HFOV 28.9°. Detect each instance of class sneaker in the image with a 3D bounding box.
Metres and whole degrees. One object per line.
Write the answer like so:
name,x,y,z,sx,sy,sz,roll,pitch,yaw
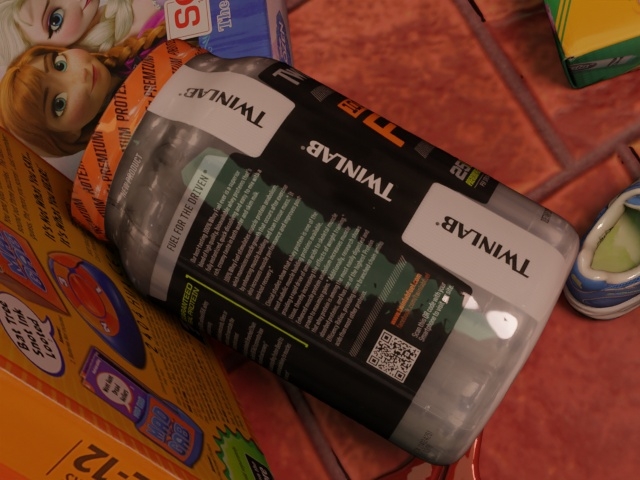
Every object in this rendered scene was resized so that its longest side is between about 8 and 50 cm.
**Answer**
sneaker,0.263,-0.021,0.888,0.211,0.081,0.080,-43,70,3

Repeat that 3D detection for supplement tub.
supplement tub,0.000,0.000,0.860,0.316,0.193,0.194,30,90,6

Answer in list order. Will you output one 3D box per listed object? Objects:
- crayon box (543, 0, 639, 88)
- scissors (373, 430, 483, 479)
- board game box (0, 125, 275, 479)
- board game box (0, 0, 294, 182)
crayon box,0.294,-0.238,0.915,0.278,0.081,0.165,-17,76,14
scissors,0.119,0.133,0.942,0.109,0.021,0.297,28,88,20
board game box,-0.294,0.133,0.814,0.356,0.356,0.356,-43,37,8
board game box,-0.183,-0.161,1.058,0.317,0.066,0.319,-11,78,15
